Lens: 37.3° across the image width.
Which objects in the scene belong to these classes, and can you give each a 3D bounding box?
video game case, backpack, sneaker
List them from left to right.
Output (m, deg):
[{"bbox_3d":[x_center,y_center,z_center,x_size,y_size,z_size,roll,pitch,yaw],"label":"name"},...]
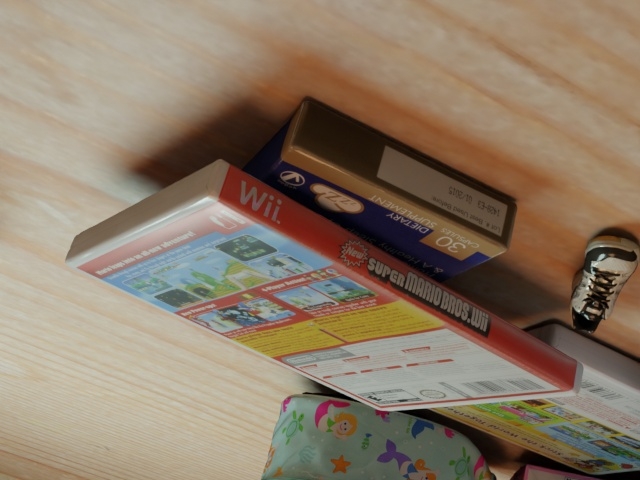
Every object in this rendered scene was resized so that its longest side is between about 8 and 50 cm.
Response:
[{"bbox_3d":[0.000,0.048,0.617,0.285,0.025,0.204,29,154,-28],"label":"video game case"},{"bbox_3d":[0.053,0.253,0.917,0.225,0.191,0.254,9,148,22],"label":"backpack"},{"bbox_3d":[0.207,0.137,0.766,0.226,0.026,0.206,24,153,-20],"label":"video game case"},{"bbox_3d":[0.165,0.028,0.552,0.031,0.037,0.083,12,153,11],"label":"sneaker"}]

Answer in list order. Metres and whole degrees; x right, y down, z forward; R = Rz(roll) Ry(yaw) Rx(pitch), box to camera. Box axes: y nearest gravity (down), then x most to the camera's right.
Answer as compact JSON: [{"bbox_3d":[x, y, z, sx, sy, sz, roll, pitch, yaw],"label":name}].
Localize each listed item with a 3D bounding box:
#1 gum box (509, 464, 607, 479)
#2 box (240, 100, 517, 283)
[{"bbox_3d":[0.275,0.264,0.917,0.188,0.062,0.107,10,168,11],"label":"gum box"},{"bbox_3d":[0.000,0.000,0.592,0.136,0.037,0.225,24,155,-17],"label":"box"}]
